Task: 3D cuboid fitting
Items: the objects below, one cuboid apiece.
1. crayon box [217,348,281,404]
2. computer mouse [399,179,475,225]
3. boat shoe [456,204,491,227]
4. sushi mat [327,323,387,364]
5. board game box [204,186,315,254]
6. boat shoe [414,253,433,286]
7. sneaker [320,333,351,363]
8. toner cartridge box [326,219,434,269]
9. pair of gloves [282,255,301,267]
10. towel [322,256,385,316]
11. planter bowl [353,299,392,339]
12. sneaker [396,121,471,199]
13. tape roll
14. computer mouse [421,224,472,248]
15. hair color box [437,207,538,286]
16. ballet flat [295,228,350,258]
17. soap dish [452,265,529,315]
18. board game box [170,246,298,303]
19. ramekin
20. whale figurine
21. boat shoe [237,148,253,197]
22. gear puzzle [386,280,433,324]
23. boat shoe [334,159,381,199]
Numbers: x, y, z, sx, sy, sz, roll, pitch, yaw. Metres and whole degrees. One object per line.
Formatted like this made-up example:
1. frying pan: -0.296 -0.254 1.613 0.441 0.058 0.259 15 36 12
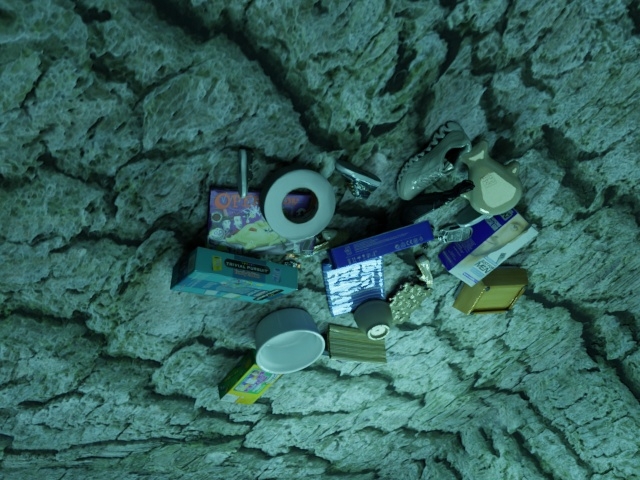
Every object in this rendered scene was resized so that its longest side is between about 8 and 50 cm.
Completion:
1. crayon box: -0.302 0.600 1.934 0.165 0.081 0.278 24 118 -35
2. computer mouse: 0.365 -0.132 1.487 0.189 0.072 0.272 -27 178 -44
3. boat shoe: 0.613 -0.111 1.637 0.226 0.083 0.076 -36 131 11
4. sushi mat: 0.163 0.456 1.935 0.317 0.151 0.019 15 148 -31
5. board game box: -0.176 -0.056 1.385 0.347 0.056 0.208 1 109 -21
6. boat shoe: 0.415 0.129 1.798 0.059 0.063 0.170 -20 125 1
7. sneaker: 0.076 0.498 1.963 0.319 0.112 0.131 16 123 -28
8. toner cartridge box: 0.201 0.018 1.546 0.348 0.075 0.165 -17 178 -6
9. pair of gloves: -0.096 0.069 1.587 0.074 0.010 0.083 5 131 -25
10. towel: 0.140 0.169 1.744 0.243 0.040 0.335 -16 134 -6
11. planter bowl: 0.227 0.340 1.833 0.162 0.109 0.162 -6 130 -7
12. sneaker: 0.356 -0.233 1.412 0.110 0.118 0.292 19 123 -35
13. tape roll: -0.069 -0.114 1.330 0.219 0.072 0.219 -8 114 -18
14. computer mouse: 0.484 -0.025 1.699 0.193 0.042 0.106 -8 128 -6
15. hair color box: 0.657 0.016 1.753 0.185 0.110 0.339 29 114 -36
16. ballet flat: 0.000 0.000 1.523 0.206 0.073 0.067 -24 123 -3
17. soap dish: 0.758 0.226 1.968 0.291 0.118 0.228 0 130 -22
18. board game box: -0.281 0.123 1.441 0.336 0.079 0.254 14 155 -31
19. ramekin: -0.132 0.398 1.780 0.277 0.135 0.277 -10 133 -11
20. whale figurine: 0.566 -0.219 1.512 0.216 0.141 0.272 -29 111 24
21. boat shoe: -0.212 -0.190 1.267 0.040 0.049 0.142 -5 112 -26
22. gear puzzle: 0.331 0.295 1.928 0.176 0.044 0.339 16 125 -29
23. boat shoe: 0.104 -0.185 1.395 0.183 0.065 0.083 18 120 -33
